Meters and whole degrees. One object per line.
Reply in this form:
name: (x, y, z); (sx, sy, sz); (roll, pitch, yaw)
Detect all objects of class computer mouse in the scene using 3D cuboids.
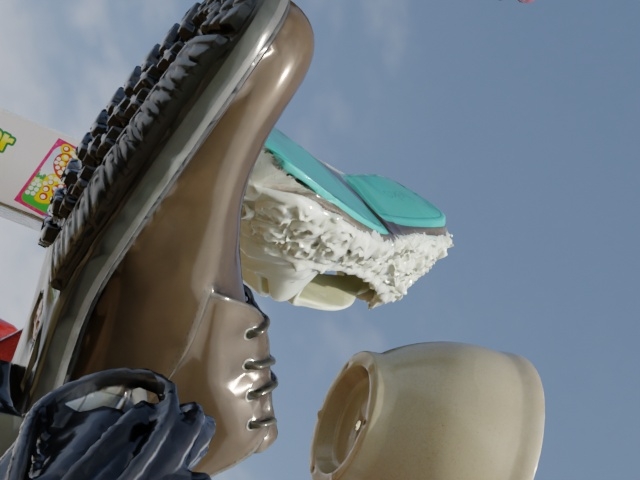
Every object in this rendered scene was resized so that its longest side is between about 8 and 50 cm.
computer mouse: (-0.134, 0.146, 0.405); (0.072, 0.188, 0.272); (36, -67, -4)

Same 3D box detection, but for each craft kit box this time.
craft kit box: (-0.219, -0.053, 1.077); (0.250, 0.247, 0.061); (165, -56, -82)

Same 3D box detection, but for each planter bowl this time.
planter bowl: (0.060, 0.135, 1.193); (0.162, 0.109, 0.162); (-54, -157, 37)

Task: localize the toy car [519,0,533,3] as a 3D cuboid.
toy car: (-0.005, -0.178, 0.788); (0.239, 0.225, 0.053); (65, -11, -19)

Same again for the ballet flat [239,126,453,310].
ballet flat: (0.000, 0.000, 1.543); (0.147, 0.409, 0.147); (-4, -99, 24)

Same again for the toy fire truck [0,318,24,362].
toy fire truck: (-0.234, 0.194, 1.090); (0.169, 0.254, 0.302); (28, -66, 21)

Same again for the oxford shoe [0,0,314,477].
oxford shoe: (-0.049, 0.021, 0.585); (0.227, 0.096, 0.083); (-63, -163, 17)
